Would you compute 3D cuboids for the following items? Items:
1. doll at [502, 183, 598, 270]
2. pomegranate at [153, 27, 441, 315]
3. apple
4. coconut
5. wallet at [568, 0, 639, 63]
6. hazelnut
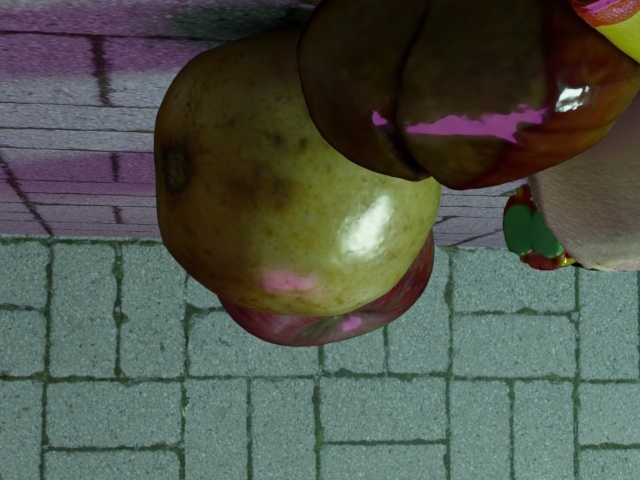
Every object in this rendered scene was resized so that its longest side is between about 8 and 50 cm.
[{"bbox_3d":[0.414,-0.035,1.798,0.363,0.160,0.182,2,176,-40],"label":"doll"},{"bbox_3d":[-0.019,-0.057,1.110,0.260,0.260,0.260,1,175,0],"label":"pomegranate"},{"bbox_3d":[0.000,0.000,1.810,0.344,0.269,0.345,-14,162,-5],"label":"apple"},{"bbox_3d":[0.263,-0.082,0.942,0.233,0.233,0.245,6,172,-42],"label":"coconut"},{"bbox_3d":[0.260,-0.158,0.657,0.241,0.067,0.141,-24,154,34],"label":"wallet"},{"bbox_3d":[0.102,-0.117,0.819,0.212,0.181,0.181,14,167,30],"label":"hazelnut"}]
